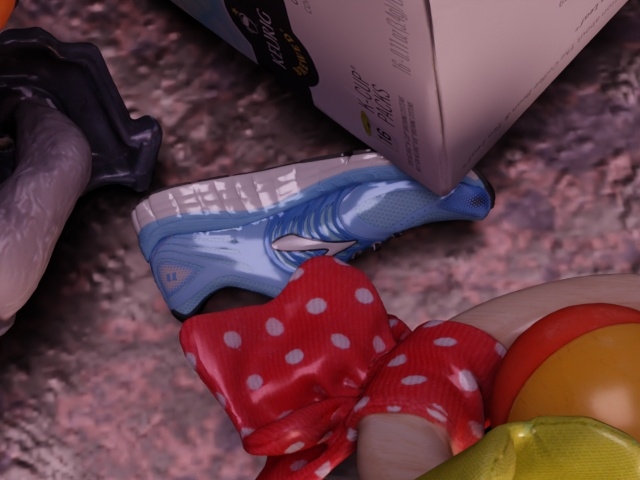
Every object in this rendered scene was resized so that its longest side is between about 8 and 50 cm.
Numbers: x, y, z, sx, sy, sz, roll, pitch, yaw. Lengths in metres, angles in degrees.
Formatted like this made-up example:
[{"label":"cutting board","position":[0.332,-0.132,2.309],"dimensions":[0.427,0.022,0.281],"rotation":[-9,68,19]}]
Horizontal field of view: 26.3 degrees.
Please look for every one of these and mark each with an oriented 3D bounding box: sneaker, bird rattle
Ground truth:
[{"label":"sneaker","position":[0.000,0.000,0.620],"dimensions":[0.162,0.063,0.073],"rotation":[-11,90,4]},{"label":"bird rattle","position":[0.073,0.079,0.505],"dimensions":[0.207,0.253,0.143],"rotation":[-19,109,-7]}]

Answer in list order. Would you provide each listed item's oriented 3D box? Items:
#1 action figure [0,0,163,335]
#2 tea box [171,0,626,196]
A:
[{"label":"action figure","position":[-0.224,-0.044,0.501],"dimensions":[0.341,0.330,0.178],"rotation":[-8,40,-10]},{"label":"tea box","position":[0.031,-0.263,0.576],"dimensions":[0.323,0.220,0.329],"rotation":[37,75,23]}]
